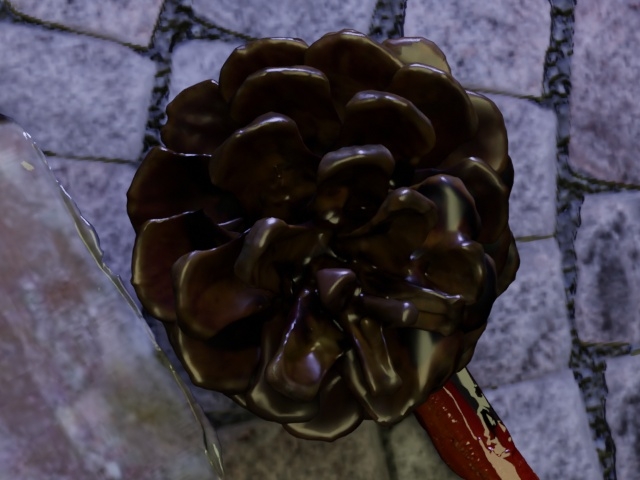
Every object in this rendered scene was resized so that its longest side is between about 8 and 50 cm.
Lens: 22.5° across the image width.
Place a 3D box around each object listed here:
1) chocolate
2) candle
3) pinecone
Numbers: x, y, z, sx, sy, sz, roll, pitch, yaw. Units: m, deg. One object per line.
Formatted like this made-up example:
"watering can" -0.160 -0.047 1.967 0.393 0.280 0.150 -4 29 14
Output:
"chocolate" -0.189 0.083 0.942 0.185 0.100 0.303 -25 80 -48
"candle" 0.109 0.140 1.057 0.053 0.048 0.162 -35 92 20
"pinecone" 0.000 0.000 0.936 0.244 0.309 0.244 1 104 4
